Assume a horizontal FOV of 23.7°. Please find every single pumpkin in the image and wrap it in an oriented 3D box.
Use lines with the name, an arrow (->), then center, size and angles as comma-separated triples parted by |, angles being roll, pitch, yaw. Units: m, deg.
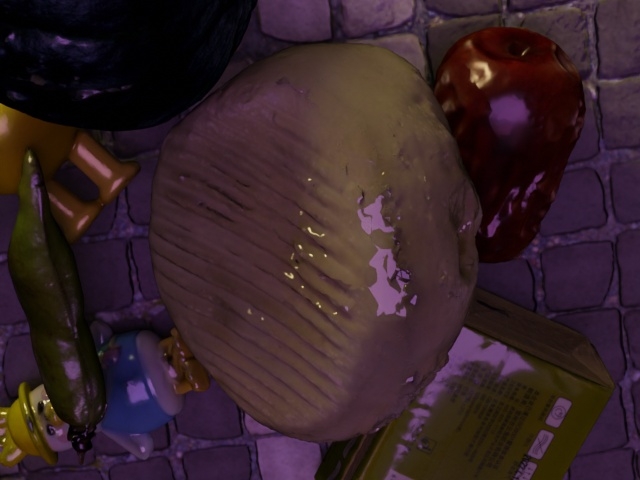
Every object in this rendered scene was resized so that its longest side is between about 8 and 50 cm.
pumpkin -> -0.188, -0.272, 1.312 | 0.266, 0.363, 0.363 | 15, 108, 9

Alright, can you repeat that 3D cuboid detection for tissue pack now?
tissue pack -> 0.142, 0.201, 1.574 | 0.200, 0.167, 0.275 | 24, 105, -10

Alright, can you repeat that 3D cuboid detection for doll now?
doll -> -0.233, 0.166, 1.594 | 0.241, 0.099, 0.135 | -23, 115, 5
doll -> -0.348, -0.142, 1.466 | 0.363, 0.145, 0.199 | 40, 89, -9

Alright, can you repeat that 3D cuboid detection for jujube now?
jujube -> 0.172, -0.091, 1.488 | 0.155, 0.155, 0.230 | 12, 112, -5

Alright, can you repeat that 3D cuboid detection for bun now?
bun -> 0.000, 0.000, 1.406 | 0.326, 0.234, 0.362 | 0, 101, 33

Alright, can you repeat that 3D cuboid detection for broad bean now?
broad bean -> -0.259, 0.069, 1.479 | 0.061, 0.077, 0.339 | -23, 121, -23
